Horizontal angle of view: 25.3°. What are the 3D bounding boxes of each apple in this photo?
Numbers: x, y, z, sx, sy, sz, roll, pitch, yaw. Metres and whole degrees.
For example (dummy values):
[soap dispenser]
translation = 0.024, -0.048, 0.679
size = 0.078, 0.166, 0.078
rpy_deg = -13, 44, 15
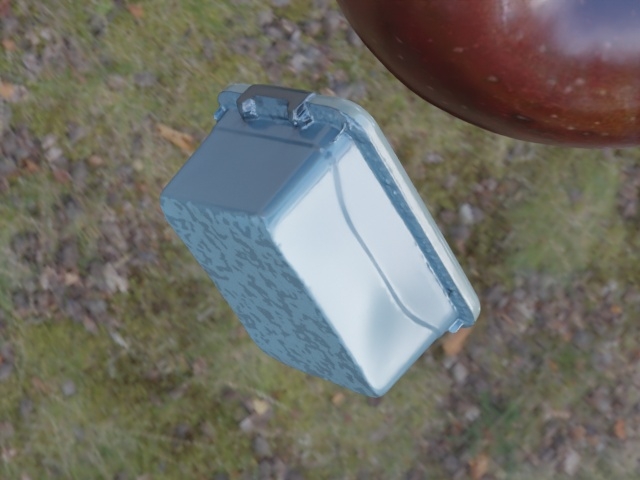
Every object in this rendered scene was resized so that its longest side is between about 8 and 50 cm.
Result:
[apple]
translation = 0.097, -0.146, 0.503
size = 0.218, 0.201, 0.218
rpy_deg = 5, 125, 7

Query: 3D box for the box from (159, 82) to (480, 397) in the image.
[box]
translation = 0.000, 0.000, 1.033
size = 0.130, 0.162, 0.227
rpy_deg = -50, 128, -22
